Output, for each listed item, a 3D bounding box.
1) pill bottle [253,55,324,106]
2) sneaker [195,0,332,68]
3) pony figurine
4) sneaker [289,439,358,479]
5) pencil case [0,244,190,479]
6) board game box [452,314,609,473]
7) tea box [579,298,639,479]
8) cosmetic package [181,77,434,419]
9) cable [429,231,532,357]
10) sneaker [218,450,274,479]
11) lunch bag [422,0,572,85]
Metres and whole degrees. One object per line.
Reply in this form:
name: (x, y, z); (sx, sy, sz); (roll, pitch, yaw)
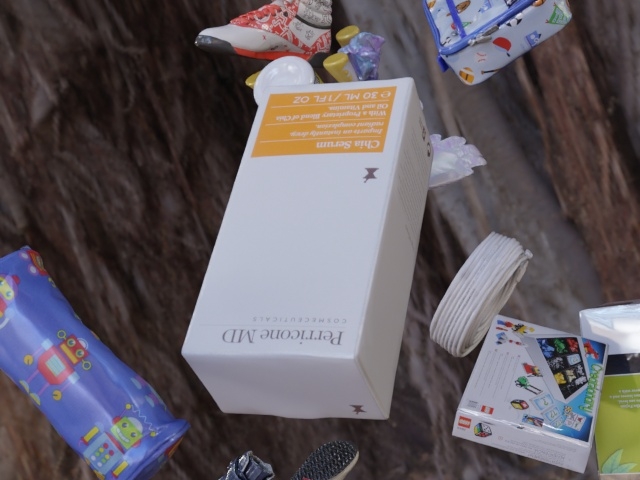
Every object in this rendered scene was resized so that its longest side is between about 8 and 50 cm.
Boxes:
pill bottle: (-0.025, -0.205, 1.649); (0.103, 0.103, 0.184); (-21, -32, 15)
sneaker: (-0.094, -0.387, 1.796); (0.270, 0.144, 0.090); (1, 12, -37)
pony figurine: (0.075, -0.192, 1.877); (0.351, 0.363, 0.303); (-29, 33, -11)
sneaker: (-0.004, 0.374, 1.577); (0.161, 0.057, 0.075); (-43, -32, -13)
pencil case: (-0.282, 0.147, 1.165); (0.119, 0.306, 0.133); (-41, -9, -13)
board game box: (0.330, 0.224, 1.582); (0.193, 0.053, 0.305); (15, 27, 15)
tea box: (0.613, 0.267, 1.857); (0.220, 0.323, 0.329); (-7, -3, 22)
cosmetic package: (0.000, 0.000, 1.373); (0.230, 0.161, 0.453); (-1, 53, 19)
cable: (0.306, 0.103, 2.002); (0.257, 0.089, 0.257); (-59, -17, 3)
sneaker: (-0.184, 0.545, 2.183); (0.163, 0.086, 0.226); (-44, 12, 31)
lunch bag: (0.297, -0.407, 1.807); (0.243, 0.115, 0.303); (-30, 30, 18)
